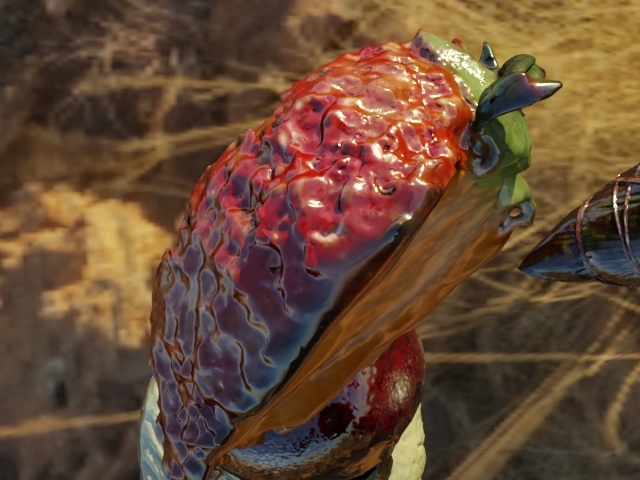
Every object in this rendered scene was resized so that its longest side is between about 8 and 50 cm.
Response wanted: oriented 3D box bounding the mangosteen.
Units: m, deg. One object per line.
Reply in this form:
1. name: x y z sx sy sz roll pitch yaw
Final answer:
1. mangosteen: -0.007 0.085 1.122 0.152 0.152 0.152 2 93 33

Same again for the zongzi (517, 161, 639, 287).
1. zongzi: 0.124 -0.008 0.717 0.083 0.073 0.067 -14 95 36

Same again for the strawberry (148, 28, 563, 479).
1. strawberry: 0.003 -0.003 0.680 0.085 0.140 0.192 48 140 13

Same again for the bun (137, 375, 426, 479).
1. bun: -0.020 0.141 1.357 0.220 0.134 0.220 0 91 28
